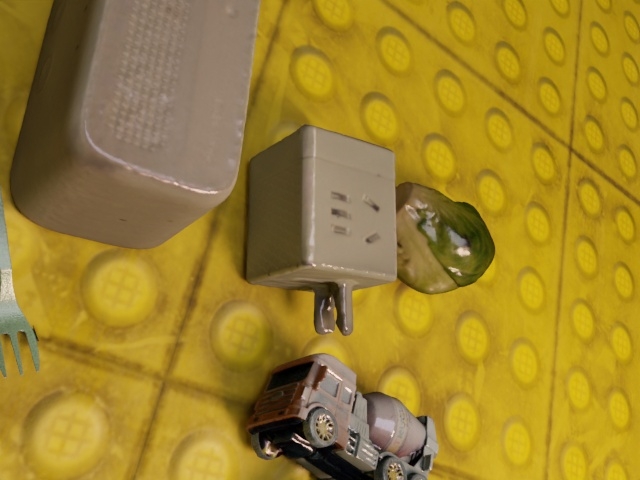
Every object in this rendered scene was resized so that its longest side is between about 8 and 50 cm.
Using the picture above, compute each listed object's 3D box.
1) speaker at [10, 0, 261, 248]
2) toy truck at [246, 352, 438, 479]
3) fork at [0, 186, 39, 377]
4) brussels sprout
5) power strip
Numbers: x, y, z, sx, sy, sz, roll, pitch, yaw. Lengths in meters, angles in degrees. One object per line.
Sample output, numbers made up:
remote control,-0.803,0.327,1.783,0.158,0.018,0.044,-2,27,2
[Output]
speaker,-0.170,-0.209,0.652,0.183,0.184,0.407,16,70,-32
toy truck,0.043,0.228,0.757,0.256,0.108,0.140,41,45,-24
fork,-0.300,0.011,0.605,0.039,0.021,0.235,-4,80,-42
brussels sprout,0.159,0.000,0.880,0.183,0.131,0.146,10,68,-40
power strip,0.000,0.000,0.756,0.140,0.139,0.225,12,72,-35
